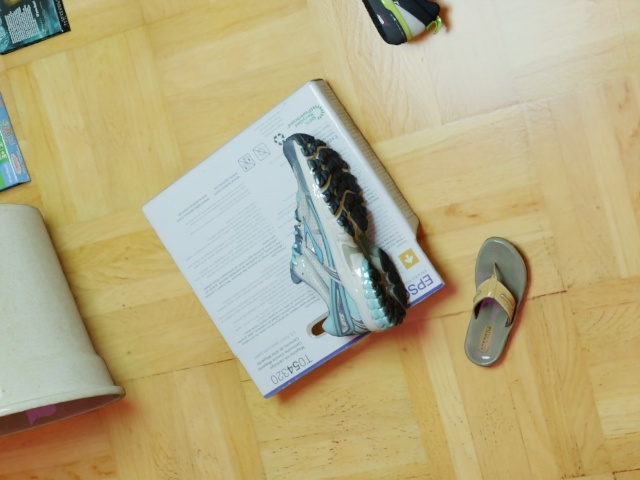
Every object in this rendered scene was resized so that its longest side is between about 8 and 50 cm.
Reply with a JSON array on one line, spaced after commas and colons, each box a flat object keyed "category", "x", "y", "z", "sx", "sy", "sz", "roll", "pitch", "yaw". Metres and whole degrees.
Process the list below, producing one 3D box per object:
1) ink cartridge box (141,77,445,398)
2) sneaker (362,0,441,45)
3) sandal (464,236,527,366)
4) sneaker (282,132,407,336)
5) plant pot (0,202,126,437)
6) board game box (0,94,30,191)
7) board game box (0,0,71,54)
[{"category": "ink cartridge box", "x": -0.037, "y": 0.000, "z": 1.794, "sx": 0.324, "sy": 0.071, "sz": 0.330, "roll": -34, "pitch": 89, "yaw": 22}, {"category": "sneaker", "x": 0.084, "y": -0.366, "z": 1.696, "sx": 0.097, "sy": 0.084, "sz": 0.234, "roll": -27, "pitch": 89, "yaw": -1}, {"category": "sandal", "x": 0.227, "y": 0.085, "z": 1.711, "sx": 0.072, "sy": 0.049, "sz": 0.180, "roll": 16, "pitch": 104, "yaw": 19}, {"category": "sneaker", "x": 0.000, "y": 0.000, "z": 1.688, "sx": 0.122, "sy": 0.110, "sz": 0.283, "roll": -23, "pitch": 91, "yaw": 25}, {"category": "plant pot", "x": -0.483, "y": 0.121, "z": 1.876, "sx": 0.334, "sy": 0.334, "sz": 0.305, "roll": -20, "pitch": 80, "yaw": 23}, {"category": "board game box", "x": -0.564, "y": -0.133, "z": 1.996, "sx": 0.211, "sy": 0.039, "sz": 0.160, "roll": -19, "pitch": 91, "yaw": 24}, {"category": "board game box", "x": -0.452, "y": -0.381, "z": 1.919, "sx": 0.126, "sy": 0.026, "sz": 0.186, "roll": -14, "pitch": 93, "yaw": 23}]
